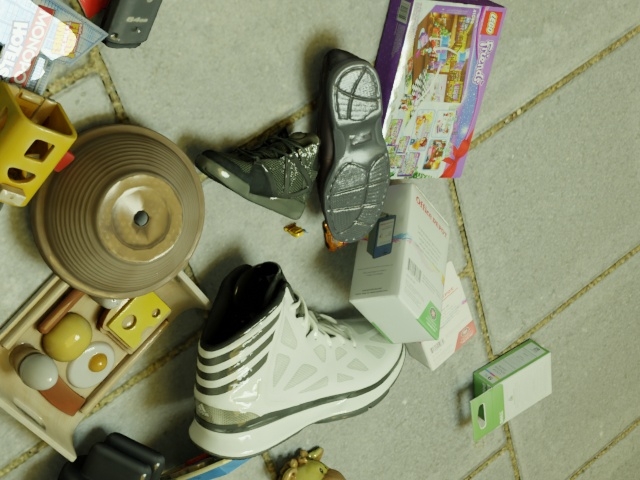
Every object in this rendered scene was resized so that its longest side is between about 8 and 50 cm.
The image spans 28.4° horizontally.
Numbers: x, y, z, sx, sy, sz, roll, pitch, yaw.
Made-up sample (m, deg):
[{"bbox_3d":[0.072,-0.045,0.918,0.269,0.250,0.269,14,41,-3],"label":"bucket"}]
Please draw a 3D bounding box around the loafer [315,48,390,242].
[{"bbox_3d":[0.042,-0.145,1.907,0.109,0.095,0.302,-11,123,-17],"label":"loafer"}]

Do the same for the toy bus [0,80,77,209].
[{"bbox_3d":[-0.384,-0.088,1.520,0.191,0.104,0.202,-22,141,-16],"label":"toy bus"}]

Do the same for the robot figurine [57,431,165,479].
[{"bbox_3d":[-0.332,0.428,1.871,0.209,0.173,0.278,13,105,-41],"label":"robot figurine"}]

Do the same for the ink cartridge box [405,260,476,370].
[{"bbox_3d":[0.193,0.119,2.210,0.115,0.067,0.198,-39,135,-18],"label":"ink cartridge box"}]

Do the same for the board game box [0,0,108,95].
[{"bbox_3d":[-0.366,-0.238,1.533,0.194,0.060,0.194,13,105,-43],"label":"board game box"}]

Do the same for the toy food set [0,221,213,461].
[{"bbox_3d":[-0.309,0.143,1.777,0.306,0.092,0.220,-47,135,-9],"label":"toy food set"}]

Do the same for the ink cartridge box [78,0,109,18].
[{"bbox_3d":[-0.213,-0.446,1.541,0.296,0.066,0.261,-40,132,-16],"label":"ink cartridge box"}]

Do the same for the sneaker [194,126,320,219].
[{"bbox_3d":[-0.083,-0.118,1.828,0.227,0.087,0.130,20,99,-48],"label":"sneaker"}]

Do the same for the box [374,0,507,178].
[{"bbox_3d":[0.170,-0.240,1.990,0.201,0.057,0.293,-3,115,-38],"label":"box"}]

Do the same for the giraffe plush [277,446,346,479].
[{"bbox_3d":[-0.012,0.454,2.189,0.210,0.181,0.170,6,102,-6],"label":"giraffe plush"}]

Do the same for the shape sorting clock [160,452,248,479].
[{"bbox_3d":[-0.160,0.336,1.967,0.206,0.206,0.040,-26,91,-27],"label":"shape sorting clock"}]

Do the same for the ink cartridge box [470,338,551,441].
[{"bbox_3d":[0.353,0.289,2.447,0.209,0.062,0.109,-27,129,-26],"label":"ink cartridge box"}]

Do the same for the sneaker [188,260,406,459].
[{"bbox_3d":[-0.014,0.143,1.947,0.447,0.169,0.257,-23,125,-45],"label":"sneaker"}]

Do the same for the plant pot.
[{"bbox_3d":[-0.252,-0.035,1.657,0.237,0.110,0.237,-3,96,-26],"label":"plant pot"}]

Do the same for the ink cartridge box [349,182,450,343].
[{"bbox_3d":[0.131,0.037,2.020,0.154,0.093,0.212,46,46,-46],"label":"ink cartridge box"}]

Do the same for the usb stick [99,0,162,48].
[{"bbox_3d":[-0.203,-0.359,1.556,0.077,0.045,0.278,-18,144,-50],"label":"usb stick"}]

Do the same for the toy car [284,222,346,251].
[{"bbox_3d":[0.000,0.000,1.995,0.122,0.040,0.060,-11,121,-36],"label":"toy car"}]
